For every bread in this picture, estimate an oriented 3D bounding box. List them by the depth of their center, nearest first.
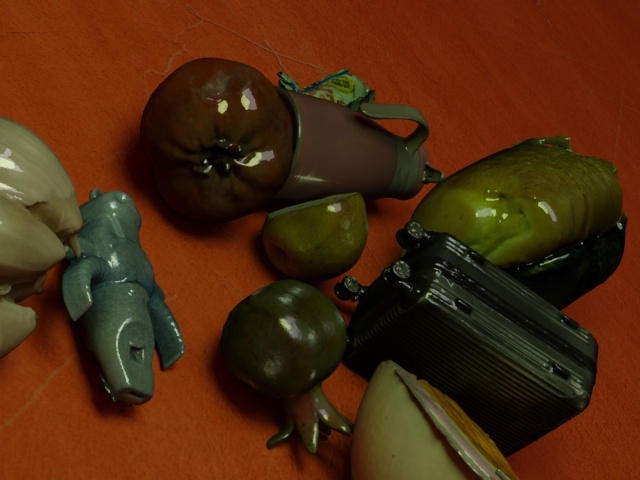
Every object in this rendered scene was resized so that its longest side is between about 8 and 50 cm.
[{"bbox_3d":[0.274,-0.021,1.794,0.251,0.208,0.376,10,17,28],"label":"bread"}]

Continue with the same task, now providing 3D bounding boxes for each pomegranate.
[{"bbox_3d":[-0.032,0.141,1.478,0.152,0.131,0.191,-28,97,-59],"label":"pomegranate"}]

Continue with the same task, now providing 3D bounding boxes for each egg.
[{"bbox_3d":[0.115,0.272,1.434,0.264,0.174,0.286,46,4,-46],"label":"egg"}]

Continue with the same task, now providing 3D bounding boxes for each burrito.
[{"bbox_3d":[-0.015,-0.205,1.904,0.104,0.054,0.288,47,35,7],"label":"burrito"}]

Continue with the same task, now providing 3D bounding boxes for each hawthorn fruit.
[{"bbox_3d":[-0.134,-0.138,1.626,0.199,0.199,0.251,27,14,-21],"label":"hawthorn fruit"}]

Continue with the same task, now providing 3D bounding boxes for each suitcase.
[{"bbox_3d":[0.174,0.128,1.615,0.312,0.202,0.128,34,46,-14],"label":"suitcase"}]

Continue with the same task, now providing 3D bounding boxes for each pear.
[{"bbox_3d":[0.000,0.000,1.643,0.141,0.141,0.104,-28,102,-53],"label":"pear"}]

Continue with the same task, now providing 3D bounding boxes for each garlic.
[{"bbox_3d":[-0.330,-0.016,1.278,0.203,0.185,0.281,18,37,-13],"label":"garlic"}]

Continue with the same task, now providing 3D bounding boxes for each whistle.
[{"bbox_3d":[-0.220,0.053,1.404,0.180,0.093,0.269,38,27,-54],"label":"whistle"}]

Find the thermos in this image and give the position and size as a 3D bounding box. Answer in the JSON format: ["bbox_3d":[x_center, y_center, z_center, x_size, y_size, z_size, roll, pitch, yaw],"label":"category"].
[{"bbox_3d":[0.034,-0.121,1.761,0.265,0.176,0.146,7,50,-38],"label":"thermos"}]
